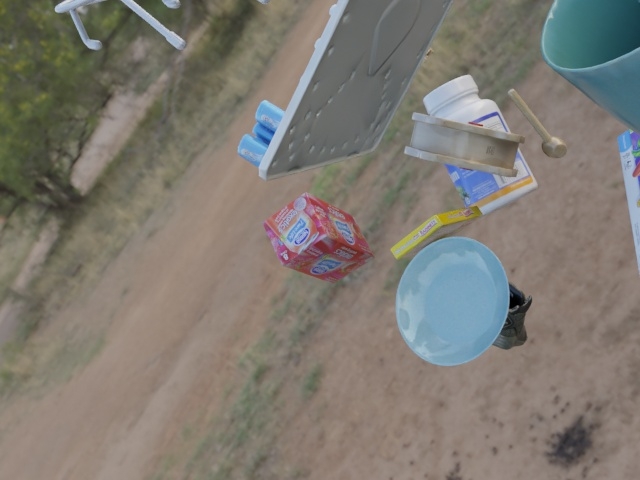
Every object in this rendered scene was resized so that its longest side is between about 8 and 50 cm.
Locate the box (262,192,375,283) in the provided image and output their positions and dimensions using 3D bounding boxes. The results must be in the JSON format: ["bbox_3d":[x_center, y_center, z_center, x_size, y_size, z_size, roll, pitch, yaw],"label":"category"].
[{"bbox_3d":[0.000,0.000,2.157,0.128,0.257,0.123,-33,65,17],"label":"box"}]

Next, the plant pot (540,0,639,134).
[{"bbox_3d":[0.443,-0.233,1.093,0.293,0.235,0.293,-41,24,23],"label":"plant pot"}]

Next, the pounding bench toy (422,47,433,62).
[{"bbox_3d":[0.192,-0.413,2.046,0.052,0.083,0.065,-42,6,36],"label":"pounding bench toy"}]

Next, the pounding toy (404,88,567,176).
[{"bbox_3d":[0.298,-0.199,1.709,0.154,0.269,0.155,-94,16,-81],"label":"pounding toy"}]

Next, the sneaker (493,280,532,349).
[{"bbox_3d":[0.407,0.155,2.018,0.227,0.087,0.130,4,-72,-68],"label":"sneaker"}]

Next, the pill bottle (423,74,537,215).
[{"bbox_3d":[0.319,-0.193,1.947,0.152,0.272,0.152,-26,-5,-3],"label":"pill bottle"}]

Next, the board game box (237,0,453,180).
[{"bbox_3d":[0.073,-0.271,1.143,0.390,0.050,0.390,-63,-15,19],"label":"board game box"}]

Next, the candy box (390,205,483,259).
[{"bbox_3d":[0.207,-0.016,1.667,0.105,0.027,0.206,-41,-14,26],"label":"candy box"}]

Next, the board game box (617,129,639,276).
[{"bbox_3d":[0.634,-0.082,1.598,0.233,0.078,0.347,-40,39,48],"label":"board game box"}]

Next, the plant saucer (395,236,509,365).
[{"bbox_3d":[0.203,0.093,1.425,0.195,0.037,0.195,-11,71,35],"label":"plant saucer"}]

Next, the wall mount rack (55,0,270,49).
[{"bbox_3d":[-0.278,-0.432,1.691,0.304,0.130,0.350,8,38,47],"label":"wall mount rack"}]
